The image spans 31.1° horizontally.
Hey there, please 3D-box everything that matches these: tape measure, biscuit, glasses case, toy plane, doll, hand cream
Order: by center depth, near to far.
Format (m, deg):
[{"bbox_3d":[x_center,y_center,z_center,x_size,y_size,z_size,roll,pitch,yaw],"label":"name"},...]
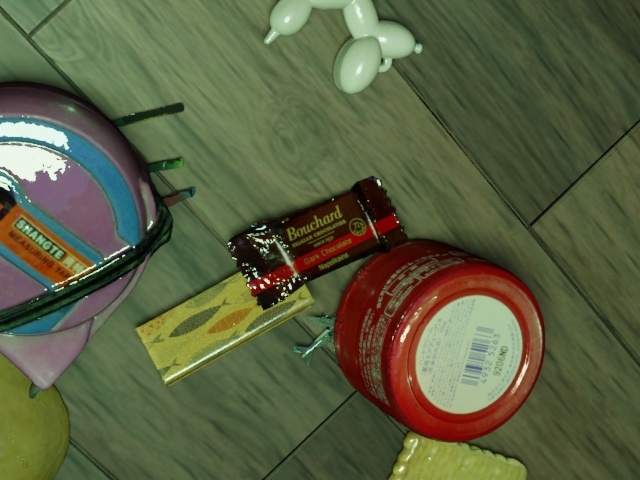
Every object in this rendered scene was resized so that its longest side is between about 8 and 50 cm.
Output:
[{"bbox_3d":[-0.268,-0.015,1.021,0.245,0.149,0.231,-45,110,7],"label":"tape measure"},{"bbox_3d":[0.023,-0.222,1.110,0.161,0.059,0.160,-4,104,-16],"label":"doll"},{"bbox_3d":[-0.094,0.077,1.153,0.170,0.041,0.064,-29,80,-8],"label":"glasses case"},{"bbox_3d":[0.121,0.100,1.171,0.193,0.125,0.193,-6,105,-22],"label":"hand cream"},{"bbox_3d":[0.009,0.097,1.201,0.084,0.024,0.078,-36,128,-5],"label":"toy plane"},{"bbox_3d":[0.119,0.339,1.288,0.160,0.030,0.249,20,97,-19],"label":"biscuit"}]

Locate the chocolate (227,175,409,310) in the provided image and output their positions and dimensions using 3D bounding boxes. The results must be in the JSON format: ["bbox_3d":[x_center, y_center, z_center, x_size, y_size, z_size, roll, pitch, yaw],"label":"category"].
[{"bbox_3d":[0.000,0.000,1.152,0.182,0.028,0.086,-26,82,-25],"label":"chocolate"}]

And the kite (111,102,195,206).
[{"bbox_3d":[-0.257,-0.053,1.092,0.285,0.015,0.152,-16,107,-12],"label":"kite"}]

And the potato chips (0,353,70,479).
[{"bbox_3d":[-0.343,0.184,1.102,0.195,0.062,0.208,-16,109,-10],"label":"potato chips"}]
